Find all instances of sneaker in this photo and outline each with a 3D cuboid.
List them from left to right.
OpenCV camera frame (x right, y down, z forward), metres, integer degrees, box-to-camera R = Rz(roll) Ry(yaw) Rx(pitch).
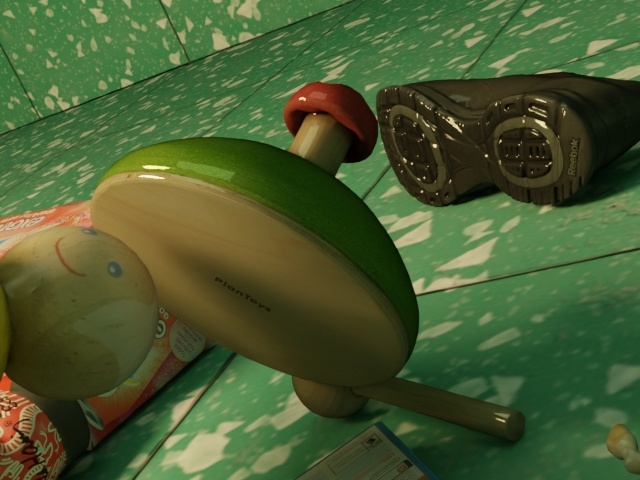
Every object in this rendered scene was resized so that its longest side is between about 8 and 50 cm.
[{"bbox_3d":[-0.306,0.154,0.783,0.270,0.090,0.145,-3,20,31],"label":"sneaker"},{"bbox_3d":[0.156,-0.092,0.943,0.130,0.109,0.286,-24,22,-28],"label":"sneaker"}]

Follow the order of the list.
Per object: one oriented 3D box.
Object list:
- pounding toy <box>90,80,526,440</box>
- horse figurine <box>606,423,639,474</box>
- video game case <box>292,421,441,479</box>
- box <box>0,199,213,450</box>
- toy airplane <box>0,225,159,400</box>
[{"bbox_3d":[0.000,0.000,0.610,0.183,0.237,0.110,-6,48,49],"label":"pounding toy"},{"bbox_3d":[0.143,0.115,0.397,0.263,0.066,0.174,-32,13,-27],"label":"horse figurine"},{"bbox_3d":[0.010,0.151,0.533,0.119,0.015,0.166,-33,17,-9],"label":"video game case"},{"bbox_3d":[-0.255,0.070,0.928,0.300,0.142,0.154,-7,26,45],"label":"box"},{"bbox_3d":[-0.202,0.085,0.526,0.272,0.386,0.384,-20,4,-24],"label":"toy airplane"}]
